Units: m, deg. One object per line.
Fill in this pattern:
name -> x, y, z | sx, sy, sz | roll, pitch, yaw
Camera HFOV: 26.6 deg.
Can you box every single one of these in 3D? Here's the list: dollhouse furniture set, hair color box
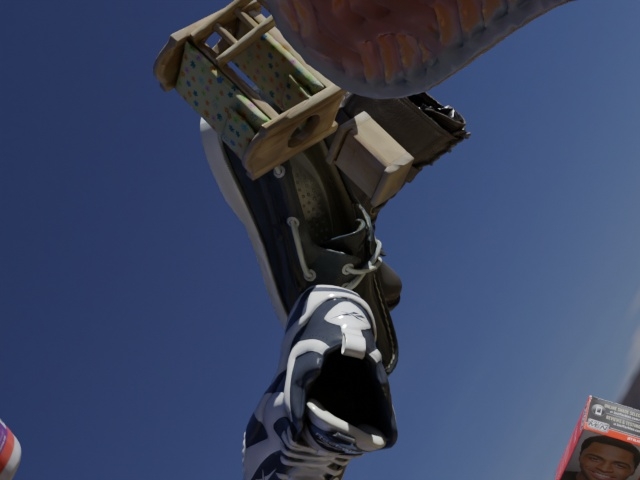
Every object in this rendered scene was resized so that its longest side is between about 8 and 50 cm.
dollhouse furniture set -> -0.017, -0.121, 0.971 | 0.101, 0.182, 0.161 | -33, -21, -33
hair color box -> 0.280, 0.217, 1.338 | 0.141, 0.072, 0.043 | 97, -168, -50

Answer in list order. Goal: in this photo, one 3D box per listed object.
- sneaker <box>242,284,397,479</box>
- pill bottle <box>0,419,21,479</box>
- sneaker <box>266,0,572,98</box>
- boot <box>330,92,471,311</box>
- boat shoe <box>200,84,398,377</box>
sneaker -> -0.002, 0.165, 1.100 | 0.153, 0.094, 0.235 | -120, 49, -75
pill bottle -> -0.335, 0.131, 1.068 | 0.108, 0.108, 0.193 | -50, -60, -29
sneaker -> 0.102, -0.134, 0.423 | 0.121, 0.108, 0.302 | -46, 21, -31
boot -> 0.064, -0.052, 1.416 | 0.229, 0.091, 0.263 | -38, -55, 20
boat shoe -> 0.000, 0.000, 1.200 | 0.091, 0.303, 0.114 | -19, 20, 36
